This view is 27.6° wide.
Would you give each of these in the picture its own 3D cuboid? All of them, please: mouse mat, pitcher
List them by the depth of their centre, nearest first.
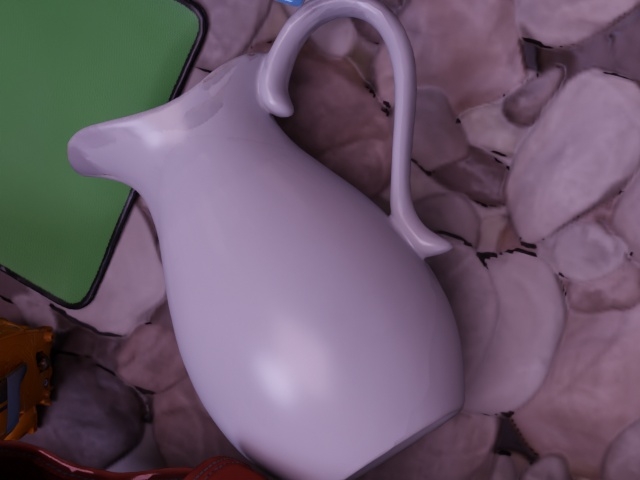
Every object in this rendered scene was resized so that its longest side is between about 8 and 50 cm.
[{"bbox_3d":[0.000,0.000,0.623,0.178,0.125,0.207,-35,78,15],"label":"pitcher"},{"bbox_3d":[-0.159,-0.073,0.723,0.152,0.007,0.190,29,107,13],"label":"mouse mat"}]

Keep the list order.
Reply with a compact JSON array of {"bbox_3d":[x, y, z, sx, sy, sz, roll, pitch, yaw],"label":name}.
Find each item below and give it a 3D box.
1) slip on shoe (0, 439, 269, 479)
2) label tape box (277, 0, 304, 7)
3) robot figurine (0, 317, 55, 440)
[{"bbox_3d":[-0.036,0.150,0.566,0.331,0.123,0.101,4,104,27],"label":"slip on shoe"},{"bbox_3d":[-0.117,-0.279,0.624,0.347,0.115,0.249,20,104,12],"label":"label tape box"},{"bbox_3d":[-0.261,0.088,0.629,0.211,0.291,0.085,3,98,19],"label":"robot figurine"}]
